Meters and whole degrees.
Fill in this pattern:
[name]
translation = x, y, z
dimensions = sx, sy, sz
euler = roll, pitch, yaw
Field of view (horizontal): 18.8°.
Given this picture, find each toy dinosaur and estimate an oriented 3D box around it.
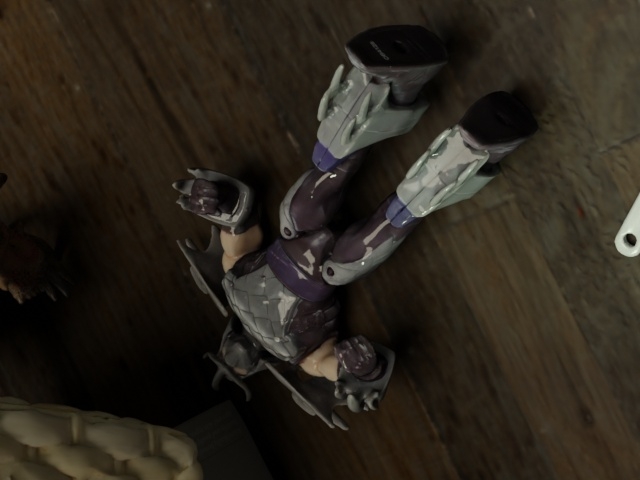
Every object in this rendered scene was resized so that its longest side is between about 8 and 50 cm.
[toy dinosaur]
translation = -0.269, 0.060, 1.328
dimensions = 0.295, 0.127, 0.200
euler = -1, 69, 57

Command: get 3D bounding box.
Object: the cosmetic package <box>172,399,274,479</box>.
[cosmetic package]
translation = -0.150, 0.206, 1.299
dimensions = 0.238, 0.127, 0.107
euler = -32, 86, 33

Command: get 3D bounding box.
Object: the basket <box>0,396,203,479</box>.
[basket]
translation = -0.241, 0.265, 1.055
dimensions = 0.266, 0.331, 0.328
euler = -22, 65, 33

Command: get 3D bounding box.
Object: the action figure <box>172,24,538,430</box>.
[action figure]
translation = 0.000, 0.000, 1.159
dimensions = 0.185, 0.099, 0.285
euler = 43, 126, 8

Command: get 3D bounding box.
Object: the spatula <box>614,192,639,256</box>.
[spatula]
translation = 0.261, -0.057, 1.022
dimensions = 0.168, 0.019, 0.242
euler = 33, 120, 19
